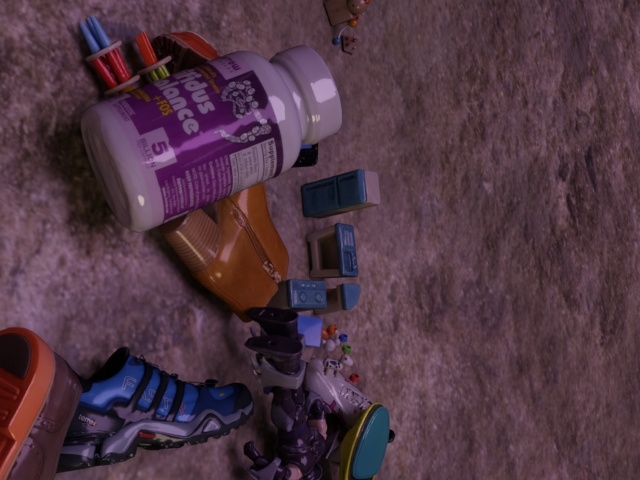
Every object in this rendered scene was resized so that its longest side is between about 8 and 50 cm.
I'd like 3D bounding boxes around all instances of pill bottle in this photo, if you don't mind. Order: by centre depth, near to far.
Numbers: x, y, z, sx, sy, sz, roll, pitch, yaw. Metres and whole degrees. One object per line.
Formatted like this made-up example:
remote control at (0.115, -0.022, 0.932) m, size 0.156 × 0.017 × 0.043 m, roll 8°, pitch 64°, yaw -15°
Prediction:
pill bottle at (-0.131, -0.139, 1.404) m, size 0.301 × 0.169 × 0.169 m, roll -25°, pitch 100°, yaw -20°

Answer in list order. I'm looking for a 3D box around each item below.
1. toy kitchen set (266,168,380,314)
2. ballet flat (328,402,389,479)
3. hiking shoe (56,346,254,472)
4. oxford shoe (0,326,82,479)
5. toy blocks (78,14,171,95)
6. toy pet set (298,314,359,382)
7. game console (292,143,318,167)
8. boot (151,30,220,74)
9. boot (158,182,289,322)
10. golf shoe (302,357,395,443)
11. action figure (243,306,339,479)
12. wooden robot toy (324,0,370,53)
toy kitchen set at (0.000, 0.000, 1.663) m, size 0.166 × 0.122 × 0.207 m, roll 6°, pitch 74°, yaw -50°
ballet flat at (0.043, 0.347, 1.628) m, size 0.077 × 0.077 × 0.231 m, roll 12°, pitch 84°, yaw -51°
hiking shoe at (-0.201, 0.189, 1.352) m, size 0.304 × 0.113 × 0.132 m, roll -4°, pitch 81°, yaw -47°
oxford shoe at (-0.343, 0.277, 1.140) m, size 0.133 × 0.130 × 0.364 m, roll 52°, pitch 57°, yaw -51°
toy blocks at (-0.250, -0.237, 1.476) m, size 0.123 × 0.054 × 0.148 m, roll -44°, pitch 114°, yaw -47°
toy pet set at (0.006, 0.140, 1.643) m, size 0.114 × 0.065 × 0.122 m, roll 12°, pitch 25°, yaw -16°
game console at (-0.061, -0.176, 1.684) m, size 0.071 × 0.107 × 0.122 m, roll 54°, pitch 35°, yaw -70°
boot at (-0.152, -0.239, 1.555) m, size 0.158 × 0.059 × 0.084 m, roll 39°, pitch 29°, yaw 7°
boot at (-0.106, -0.051, 1.578) m, size 0.211 × 0.104 × 0.295 m, roll 49°, pitch 50°, yaw -38°
golf shoe at (0.043, 0.241, 1.677) m, size 0.186 × 0.086 × 0.067 m, roll 52°, pitch 44°, yaw -26°
action figure at (-0.045, 0.237, 1.544) m, size 0.185 × 0.099 × 0.285 m, roll -63°, pitch 150°, yaw -58°
wooden robot toy at (0.052, -0.404, 1.883) m, size 0.076 × 0.079 × 0.173 m, roll -30°, pitch 103°, yaw -51°
